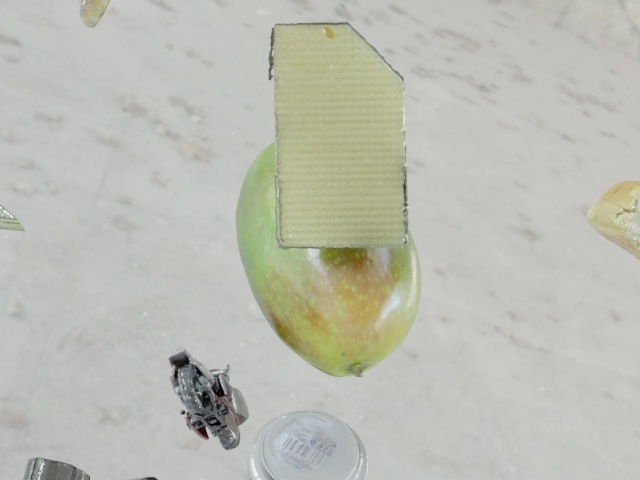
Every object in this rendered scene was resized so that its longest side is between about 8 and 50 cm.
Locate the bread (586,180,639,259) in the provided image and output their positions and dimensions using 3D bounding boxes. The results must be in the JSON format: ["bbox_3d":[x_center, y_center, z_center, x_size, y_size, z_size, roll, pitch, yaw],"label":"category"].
[{"bbox_3d":[0.377,-0.018,1.049,0.125,0.082,0.106,31,10,-19],"label":"bread"}]

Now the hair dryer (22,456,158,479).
[{"bbox_3d":[-0.220,0.271,0.900,0.070,0.248,0.114,30,56,-38],"label":"hair dryer"}]

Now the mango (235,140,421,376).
[{"bbox_3d":[0.000,0.000,1.207,0.201,0.225,0.382,2,45,-29],"label":"mango"}]

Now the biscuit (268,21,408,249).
[{"bbox_3d":[0.020,-0.115,1.019,0.150,0.252,0.052,-2,0,1],"label":"biscuit"}]

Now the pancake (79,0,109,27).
[{"bbox_3d":[-0.218,-0.291,0.919,0.028,0.158,0.158,8,32,-20],"label":"pancake"}]

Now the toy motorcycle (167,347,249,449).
[{"bbox_3d":[-0.160,0.211,1.293,0.082,0.213,0.122,-26,57,-3],"label":"toy motorcycle"}]

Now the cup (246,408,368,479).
[{"bbox_3d":[-0.041,0.491,1.902,0.237,0.327,0.322,-3,42,-10],"label":"cup"}]

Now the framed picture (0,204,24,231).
[{"bbox_3d":[-0.366,-0.060,0.814,0.183,0.011,0.142,34,15,30],"label":"framed picture"}]
